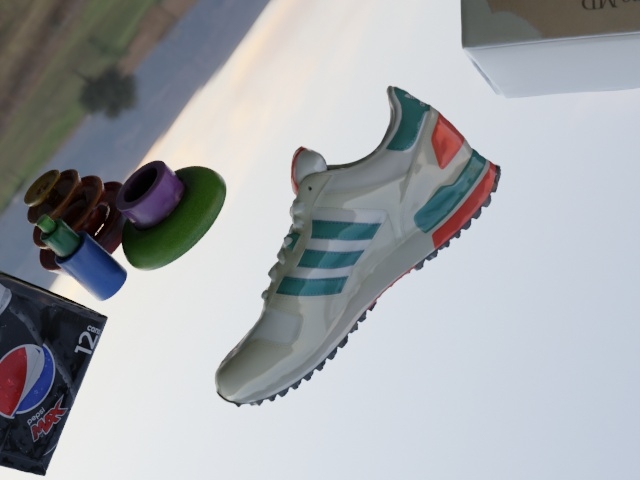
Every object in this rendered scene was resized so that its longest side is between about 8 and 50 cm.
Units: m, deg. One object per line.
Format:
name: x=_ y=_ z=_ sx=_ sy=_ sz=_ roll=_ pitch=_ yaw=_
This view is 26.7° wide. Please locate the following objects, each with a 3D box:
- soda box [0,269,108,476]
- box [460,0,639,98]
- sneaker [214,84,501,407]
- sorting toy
soda box: x=-0.153 y=0.026 z=0.468 sx=0.169 sy=0.053 sz=0.060 roll=14 pitch=-99 yaw=41
box: x=0.155 y=-0.246 z=0.751 sx=0.121 sy=0.148 sz=0.311 roll=21 pitch=67 yaw=-71
sneaker: x=0.000 y=0.000 z=0.599 sx=0.161 sy=0.075 sz=0.057 roll=-43 pitch=-170 yaw=4
sorting toy: x=-0.089 y=-0.012 z=0.546 sx=0.102 sy=0.042 sz=0.061 roll=-12 pitch=-137 yaw=40
